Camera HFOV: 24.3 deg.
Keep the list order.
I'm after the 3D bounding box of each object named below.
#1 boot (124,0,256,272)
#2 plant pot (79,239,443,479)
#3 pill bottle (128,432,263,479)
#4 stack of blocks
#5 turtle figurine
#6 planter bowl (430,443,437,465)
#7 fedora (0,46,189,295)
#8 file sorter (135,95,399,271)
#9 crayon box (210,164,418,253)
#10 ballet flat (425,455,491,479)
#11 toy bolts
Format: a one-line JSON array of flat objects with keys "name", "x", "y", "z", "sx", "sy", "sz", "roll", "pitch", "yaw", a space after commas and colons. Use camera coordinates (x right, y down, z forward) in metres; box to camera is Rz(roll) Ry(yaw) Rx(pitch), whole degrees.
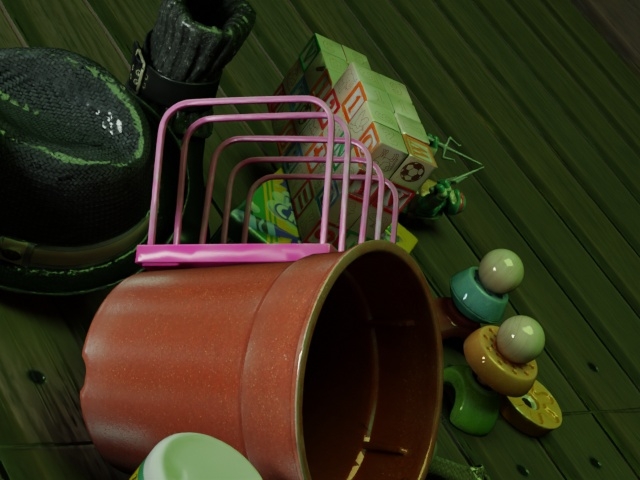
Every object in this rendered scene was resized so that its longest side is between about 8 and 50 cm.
[{"name": "boot", "x": -0.163, "y": -0.137, "z": 1.738, "sx": 0.131, "sy": 0.260, "sz": 0.348, "roll": 17, "pitch": 34, "yaw": -34}, {"name": "plant pot", "x": -0.063, "y": 0.132, "z": 1.393, "sx": 0.265, "sy": 0.272, "sz": 0.272, "roll": 1, "pitch": 11, "yaw": 30}, {"name": "pill bottle", "x": -0.138, "y": 0.266, "z": 1.226, "sx": 0.117, "sy": 0.208, "sz": 0.117, "roll": 29, "pitch": 29, "yaw": -18}, {"name": "stack of blocks", "x": 0.032, "y": -0.137, "z": 1.888, "sx": 0.087, "sy": 0.171, "sz": 0.297, "roll": 21, "pitch": 32, "yaw": -28}, {"name": "turtle figurine", "x": 0.139, "y": -0.083, "z": 2.171, "sx": 0.234, "sy": 0.118, "sz": 0.175, "roll": 9, "pitch": 22, "yaw": -19}, {"name": "planter bowl", "x": 0.028, "y": 0.236, "z": 1.548, "sx": 0.162, "sy": 0.162, "sz": 0.109, "roll": 33, "pitch": 55, "yaw": -10}, {"name": "fedora", "x": -0.290, "y": -0.106, "z": 1.543, "sx": 0.334, "sy": 0.152, "sz": 0.334, "roll": 8, "pitch": 58, "yaw": -13}, {"name": "file sorter", "x": -0.042, "y": -0.027, "z": 1.601, "sx": 0.290, "sy": 0.202, "sz": 0.182, "roll": 44, "pitch": 48, "yaw": -68}, {"name": "crayon box", "x": 0.000, "y": 0.000, "z": 1.919, "sx": 0.203, "sy": 0.083, "sz": 0.323, "roll": 39, "pitch": 27, "yaw": 1}, {"name": "ballet flat", "x": 0.099, "y": 0.237, "z": 1.680, "sx": 0.250, "sy": 0.058, "sz": 0.084, "roll": 32, "pitch": -5, "yaw": -17}, {"name": "toy bolts", "x": 0.248, "y": 0.126, "z": 1.940, "sx": 0.218, "sy": 0.158, "sz": 0.228, "roll": 17, "pitch": 35, "yaw": -35}]
